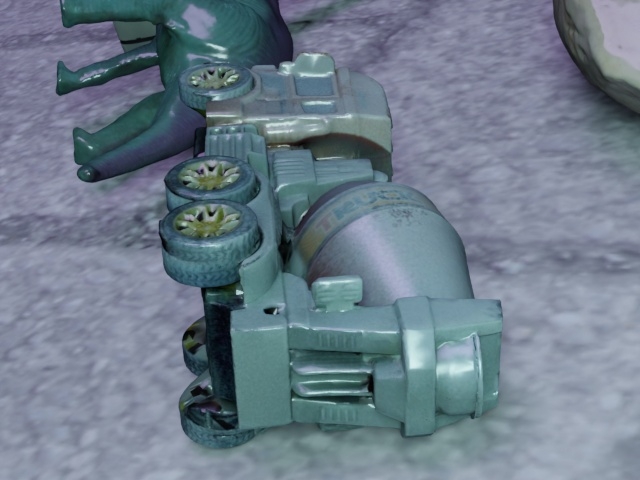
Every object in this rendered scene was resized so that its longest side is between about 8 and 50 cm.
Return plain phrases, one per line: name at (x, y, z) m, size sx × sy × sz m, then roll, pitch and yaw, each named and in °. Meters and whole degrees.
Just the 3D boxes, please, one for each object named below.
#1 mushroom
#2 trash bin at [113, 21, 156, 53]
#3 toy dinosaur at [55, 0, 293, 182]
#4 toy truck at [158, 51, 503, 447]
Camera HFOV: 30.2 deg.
mushroom at (0.206, -0.167, 0.733) m, size 0.128 × 0.128 × 0.350 m, roll -8°, pitch 26°, yaw 17°
trash bin at (-0.147, -0.235, 1.031) m, size 0.059 × 0.130 × 0.116 m, roll -5°, pitch 31°, yaw 22°
toy dinosaur at (-0.028, -0.152, 0.880) m, size 0.330 × 0.129 × 0.383 m, roll -5°, pitch 35°, yaw -14°
toy truck at (0.000, 0.000, 0.574) m, size 0.140 × 0.108 × 0.257 m, roll -4°, pitch 31°, yaw -1°
